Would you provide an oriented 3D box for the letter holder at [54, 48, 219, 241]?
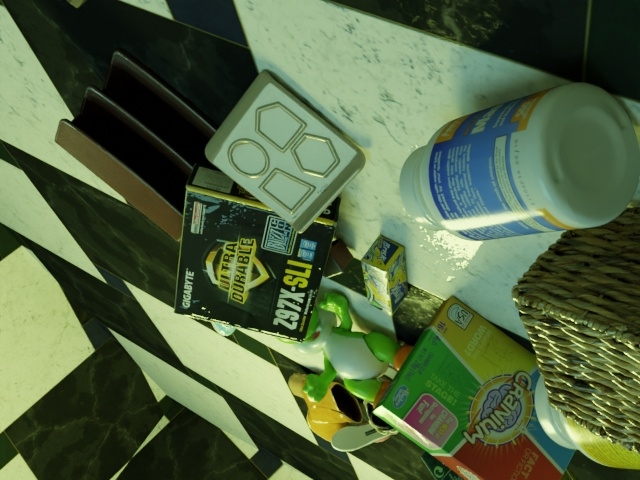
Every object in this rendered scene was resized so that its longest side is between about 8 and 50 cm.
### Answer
[{"bbox_3d":[-0.307,-0.169,1.593,0.302,0.152,0.214,40,156,-8],"label":"letter holder"}]

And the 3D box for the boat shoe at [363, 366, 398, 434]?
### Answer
[{"bbox_3d":[0.157,0.407,2.116,0.116,0.097,0.324,29,157,18],"label":"boat shoe"}]

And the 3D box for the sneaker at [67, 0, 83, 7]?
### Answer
[{"bbox_3d":[-0.362,-0.404,1.314,0.071,0.066,0.188,45,156,-18],"label":"sneaker"}]

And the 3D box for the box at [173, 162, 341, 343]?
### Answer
[{"bbox_3d":[-0.120,0.031,1.557,0.257,0.079,0.322,13,134,-3],"label":"box"}]

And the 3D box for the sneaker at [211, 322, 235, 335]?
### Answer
[{"bbox_3d":[-0.291,0.195,2.436,0.162,0.063,0.073,39,141,-18],"label":"sneaker"}]

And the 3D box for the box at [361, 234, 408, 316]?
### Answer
[{"bbox_3d":[0.115,0.064,1.548,0.054,0.059,0.169,29,157,22],"label":"box"}]

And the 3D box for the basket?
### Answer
[{"bbox_3d":[0.404,0.110,0.986,0.299,0.213,0.223,21,146,48],"label":"basket"}]

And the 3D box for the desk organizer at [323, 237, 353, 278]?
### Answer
[{"bbox_3d":[0.000,0.000,1.598,0.047,0.050,0.130,-21,112,42],"label":"desk organizer"}]

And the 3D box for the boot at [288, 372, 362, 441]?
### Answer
[{"bbox_3d":[0.047,0.481,2.421,0.211,0.104,0.295,7,140,51],"label":"boot"}]

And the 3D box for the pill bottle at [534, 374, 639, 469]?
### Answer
[{"bbox_3d":[0.445,0.215,1.188,0.188,0.188,0.334,41,157,-10],"label":"pill bottle"}]

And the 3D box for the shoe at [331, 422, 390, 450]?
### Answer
[{"bbox_3d":[0.114,0.523,2.342,0.081,0.178,0.063,89,163,-67],"label":"shoe"}]

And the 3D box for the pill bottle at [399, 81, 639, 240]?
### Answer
[{"bbox_3d":[0.210,-0.078,1.003,0.152,0.152,0.272,45,157,-19],"label":"pill bottle"}]

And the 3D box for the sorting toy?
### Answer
[{"bbox_3d":[-0.056,-0.134,1.356,0.208,0.038,0.193,41,128,-4],"label":"sorting toy"}]

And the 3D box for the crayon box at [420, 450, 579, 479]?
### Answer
[{"bbox_3d":[0.358,0.452,1.627,0.318,0.081,0.202,11,-148,-41],"label":"crayon box"}]

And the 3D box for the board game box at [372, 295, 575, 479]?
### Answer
[{"bbox_3d":[0.284,0.283,1.493,0.316,0.242,0.064,35,156,2],"label":"board game box"}]

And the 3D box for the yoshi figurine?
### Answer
[{"bbox_3d":[0.023,0.217,1.845,0.362,0.203,0.203,29,141,25],"label":"yoshi figurine"}]
